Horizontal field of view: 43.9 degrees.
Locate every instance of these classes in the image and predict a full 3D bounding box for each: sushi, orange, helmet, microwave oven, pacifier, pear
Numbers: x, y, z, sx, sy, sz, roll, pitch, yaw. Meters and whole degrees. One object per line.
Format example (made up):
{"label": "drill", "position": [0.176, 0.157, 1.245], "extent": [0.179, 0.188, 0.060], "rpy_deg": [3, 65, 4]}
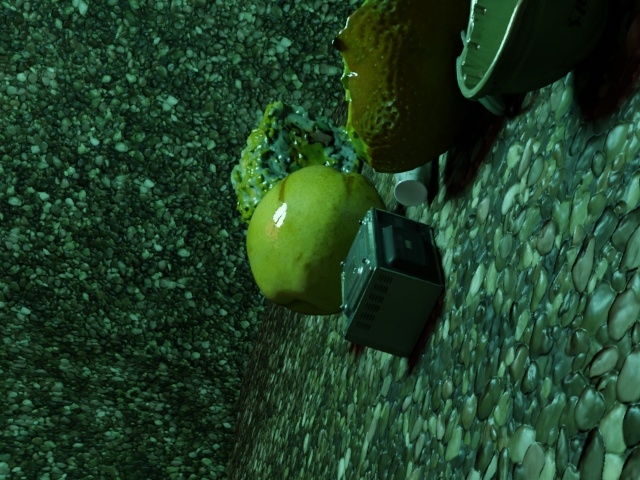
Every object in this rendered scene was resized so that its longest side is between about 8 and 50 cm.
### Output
{"label": "sushi", "position": [-0.074, -0.201, 2.318], "extent": [0.240, 0.351, 0.397], "rpy_deg": [116, 167, -50]}
{"label": "orange", "position": [0.159, -0.271, 1.261], "extent": [0.262, 0.196, 0.335], "rpy_deg": [-38, -52, -60]}
{"label": "helmet", "position": [0.254, -0.274, 0.899], "extent": [0.204, 0.137, 0.258], "rpy_deg": [155, 125, -79]}
{"label": "microwave oven", "position": [0.105, 0.061, 1.280], "extent": [0.205, 0.129, 0.163], "rpy_deg": [-89, 17, -62]}
{"label": "pacifier", "position": [0.251, -0.245, 1.114], "extent": [0.116, 0.127, 0.150], "rpy_deg": [-27, 22, 23]}
{"label": "pear", "position": [0.000, 0.000, 1.613], "extent": [0.314, 0.314, 0.315], "rpy_deg": [-163, 90, -83]}

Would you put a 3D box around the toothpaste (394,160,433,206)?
{"label": "toothpaste", "position": [0.186, -0.183, 1.511], "extent": [0.323, 0.066, 0.100], "rpy_deg": [-74, 1, -49]}

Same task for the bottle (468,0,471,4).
{"label": "bottle", "position": [0.243, -0.390, 1.484], "extent": [0.083, 0.083, 0.270], "rpy_deg": [124, 158, -65]}
